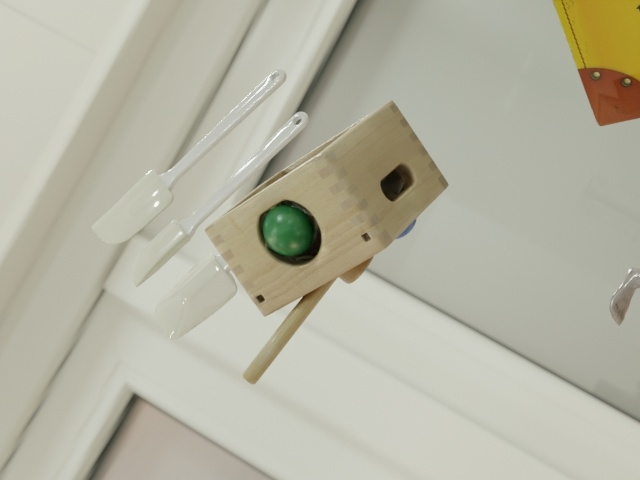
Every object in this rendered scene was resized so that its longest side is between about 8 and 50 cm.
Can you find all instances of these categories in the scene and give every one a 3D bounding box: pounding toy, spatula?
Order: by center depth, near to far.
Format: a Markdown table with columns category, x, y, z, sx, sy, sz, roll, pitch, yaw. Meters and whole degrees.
| category | x | y | z | sx | sy | sz | roll | pitch | yaw |
| --- | --- | --- | --- | --- | --- | --- | --- | --- | --- |
| pounding toy | 0.000 | 0.000 | 0.889 | 0.130 | 0.100 | 0.141 | -31 | 6 | 35 |
| spatula | -0.089 | -0.038 | 1.276 | 0.242 | 0.168 | 0.019 | -42 | -36 | 4 |

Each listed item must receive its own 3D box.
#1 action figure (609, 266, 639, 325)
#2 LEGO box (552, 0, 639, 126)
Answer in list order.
| category | x | y | z | sx | sy | sz | roll | pitch | yaw |
| --- | --- | --- | --- | --- | --- | --- | --- | --- | --- |
| action figure | 0.466 | 0.032 | 1.445 | 0.330 | 0.341 | 0.178 | -14 | 58 | 54 |
| LEGO box | 0.459 | -0.313 | 1.117 | 0.193 | 0.500 | 0.372 | 63 | -149 | -31 |
